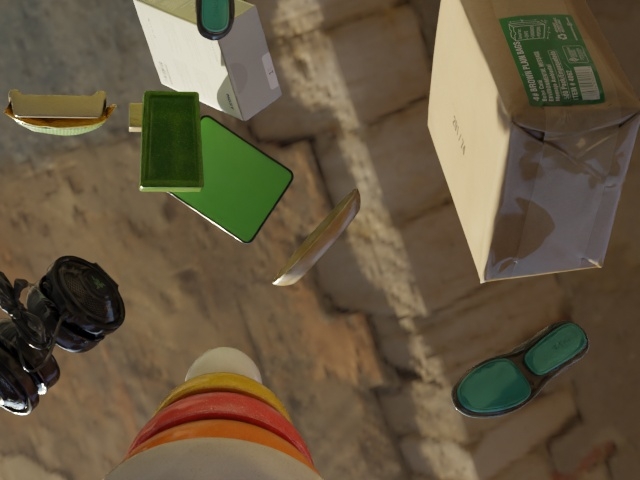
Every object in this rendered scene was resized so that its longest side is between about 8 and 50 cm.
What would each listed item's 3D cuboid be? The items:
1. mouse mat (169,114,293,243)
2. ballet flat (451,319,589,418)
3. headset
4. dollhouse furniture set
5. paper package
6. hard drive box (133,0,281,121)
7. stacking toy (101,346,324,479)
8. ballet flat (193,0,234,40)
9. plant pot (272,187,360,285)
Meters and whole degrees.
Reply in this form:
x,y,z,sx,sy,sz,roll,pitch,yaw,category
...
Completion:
x,y,z,sx,sy,sz,roll,pitch,yaw,category
-0.159,-0.103,2.258,0.152,0.190,0.007,-56,179,13,mouse mat
0.241,0.168,1.641,0.213,0.072,0.068,-26,164,-27,ballet flat
-0.404,0.111,1.863,0.243,0.185,0.394,-45,-173,-8,headset
-0.342,-0.147,2.105,0.302,0.151,0.197,0,176,-10,dollhouse furniture set
0.258,-0.159,1.713,0.168,0.309,0.324,-7,-132,-7,paper package
-0.190,-0.323,2.225,0.089,0.181,0.232,-38,-136,-25,hard drive box
-0.133,0.294,1.848,0.351,0.350,0.480,-17,-152,10,stacking toy
-0.152,-0.385,1.946,0.074,0.203,0.074,3,170,1,ballet flat
0.000,0.000,2.465,0.236,0.032,0.236,-48,-177,4,plant pot
